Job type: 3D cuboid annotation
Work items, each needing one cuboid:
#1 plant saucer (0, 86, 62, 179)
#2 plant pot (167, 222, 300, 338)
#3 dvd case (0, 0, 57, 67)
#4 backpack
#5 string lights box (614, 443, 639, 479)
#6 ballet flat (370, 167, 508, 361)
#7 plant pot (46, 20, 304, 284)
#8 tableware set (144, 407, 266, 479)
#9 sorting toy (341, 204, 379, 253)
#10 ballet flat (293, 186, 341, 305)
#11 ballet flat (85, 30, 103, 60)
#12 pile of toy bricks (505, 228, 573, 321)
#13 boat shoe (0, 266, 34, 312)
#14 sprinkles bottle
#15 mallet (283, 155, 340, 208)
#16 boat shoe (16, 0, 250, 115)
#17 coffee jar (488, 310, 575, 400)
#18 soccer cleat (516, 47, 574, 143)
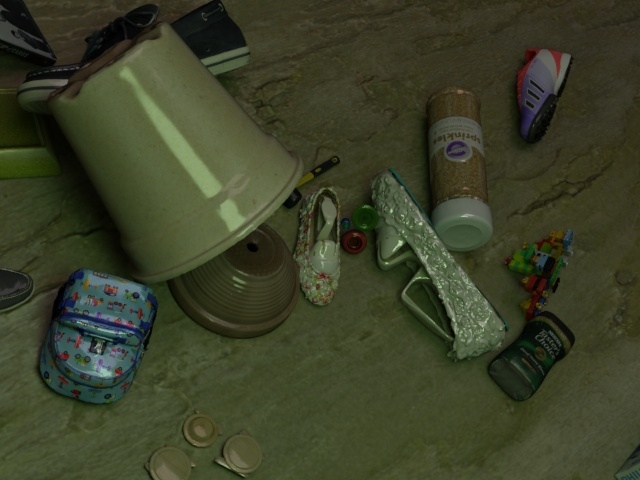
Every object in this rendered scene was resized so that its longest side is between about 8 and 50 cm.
[{"bbox_3d":[-0.542,-0.192,1.633,0.188,0.045,0.188,-7,61,-31],"label":"plant saucer"},{"bbox_3d":[-0.133,0.038,1.646,0.237,0.110,0.237,15,52,-19],"label":"plant pot"},{"bbox_3d":[-0.578,-0.401,1.687,0.179,0.029,0.238,58,17,17],"label":"dvd case"},{"bbox_3d":[-0.335,0.149,1.459,0.158,0.117,0.173,21,54,-13],"label":"backpack"},{"bbox_3d":[0.673,0.373,1.818,0.259,0.133,0.077,-33,77,-39],"label":"string lights box"},{"bbox_3d":[0.187,0.048,1.801,0.147,0.147,0.409,-22,70,-37],"label":"ballet flat"},{"bbox_3d":[-0.244,-0.153,1.503,0.305,0.334,0.334,56,45,-21],"label":"plant pot"},{"bbox_3d":[-0.173,0.337,1.475,0.141,0.020,0.169,37,50,3],"label":"tableware set"},{"bbox_3d":[0.067,-0.026,1.816,0.061,0.102,0.042,22,15,-9],"label":"sorting toy"},{"bbox_3d":[0.000,0.000,1.764,0.091,0.077,0.241,12,54,-21],"label":"ballet flat"},{"bbox_3d":[-0.418,-0.341,1.813,0.041,0.041,0.114,16,52,-17],"label":"ballet flat"},{"bbox_3d":[0.425,0.049,1.949,0.105,0.118,0.212,17,54,25],"label":"pile of toy bricks"},{"bbox_3d":[-0.528,0.065,1.448,0.206,0.065,0.075,1,58,-27],"label":"boat shoe"},{"bbox_3d":[0.280,-0.151,1.988,0.121,0.121,0.355,15,52,-18],"label":"sprinkles bottle"},{"bbox_3d":[-0.016,-0.115,1.866,0.189,0.039,0.062,-26,71,-42],"label":"mallet"},{"bbox_3d":[-0.331,-0.330,1.732,0.500,0.187,0.156,-27,104,-44],"label":"boat shoe"},{"bbox_3d":[0.401,0.212,1.824,0.096,0.079,0.184,46,49,8],"label":"coffee jar"},{"bbox_3d":[0.498,-0.341,2.261,0.116,0.108,0.318,20,50,12],"label":"soccer cleat"}]
